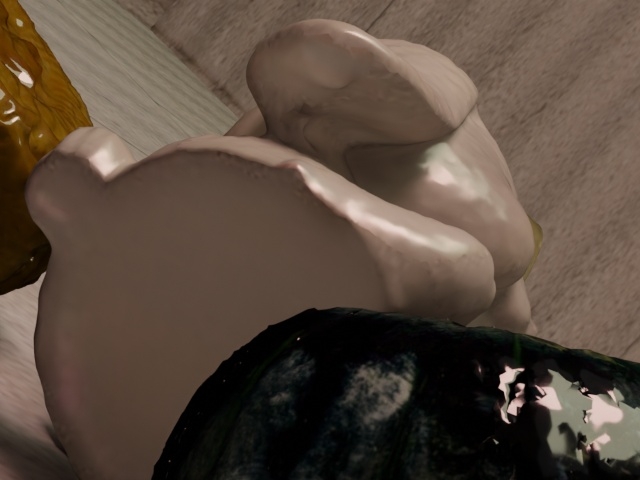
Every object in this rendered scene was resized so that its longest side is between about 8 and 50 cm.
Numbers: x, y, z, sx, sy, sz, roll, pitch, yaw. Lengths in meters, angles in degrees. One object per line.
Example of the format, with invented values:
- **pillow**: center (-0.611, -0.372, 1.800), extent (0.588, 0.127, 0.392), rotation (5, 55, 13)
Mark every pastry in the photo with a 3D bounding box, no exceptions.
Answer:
- **pastry**: center (-0.209, -0.070, 0.982), extent (0.240, 0.132, 0.235), rotation (48, 11, -43)

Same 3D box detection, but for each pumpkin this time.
- **pumpkin**: center (0.052, 0.111, 0.717), extent (0.233, 0.163, 0.233), rotation (10, -5, 1)

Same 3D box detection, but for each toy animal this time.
- **toy animal**: center (0.000, 0.000, 0.948), extent (0.206, 0.271, 0.265), rotation (40, 34, 12)

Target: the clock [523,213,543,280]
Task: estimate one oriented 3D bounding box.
- **clock**: center (0.036, 0.065, 1.145), extent (0.029, 0.235, 0.235), rotation (44, 5, -7)
